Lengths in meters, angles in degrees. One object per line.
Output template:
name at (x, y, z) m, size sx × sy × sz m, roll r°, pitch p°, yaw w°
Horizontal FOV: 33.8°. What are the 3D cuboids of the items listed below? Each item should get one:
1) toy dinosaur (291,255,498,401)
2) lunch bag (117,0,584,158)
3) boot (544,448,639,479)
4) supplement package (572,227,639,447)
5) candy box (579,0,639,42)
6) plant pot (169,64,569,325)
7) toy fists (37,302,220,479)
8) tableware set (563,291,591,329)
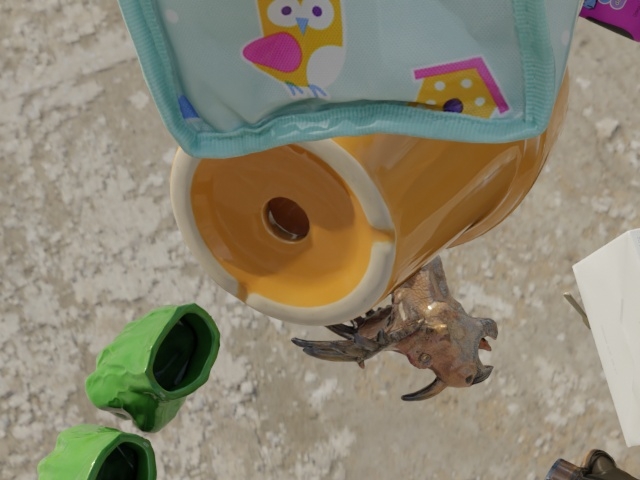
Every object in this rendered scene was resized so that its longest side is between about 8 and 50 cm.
toy dinosaur at (0.000, 0.000, 0.843) m, size 0.296 × 0.127 × 0.200 m, roll 22°, pitch 103°, yaw 31°
lunch bag at (0.007, -0.191, 0.349) m, size 0.160 × 0.262 × 0.223 m, roll -4°, pitch 35°, yaw 22°
boot at (0.292, 0.262, 1.034) m, size 0.106 × 0.219 × 0.082 m, roll 22°, pitch 95°, yaw 29°
supplement package at (0.465, 0.119, 1.373) m, size 0.145 × 0.204 × 0.261 m, roll -13°, pitch 78°, yaw -11°
candy box at (0.130, -0.245, 0.645) m, size 0.233 × 0.159 × 0.071 m, roll 26°, pitch 38°, yaw 5°
plant pot at (0.016, -0.057, 0.594) m, size 0.205 × 0.205 × 0.188 m, roll 23°, pitch 40°, yaw 14°
toy fists at (-0.202, 0.188, 1.082) m, size 0.142 × 0.096 × 0.279 m, roll -12°, pitch 47°, yaw 48°
tableware set at (0.470, 0.127, 1.585) m, size 0.194 × 0.128 × 0.039 m, roll 48°, pitch 60°, yaw -19°
